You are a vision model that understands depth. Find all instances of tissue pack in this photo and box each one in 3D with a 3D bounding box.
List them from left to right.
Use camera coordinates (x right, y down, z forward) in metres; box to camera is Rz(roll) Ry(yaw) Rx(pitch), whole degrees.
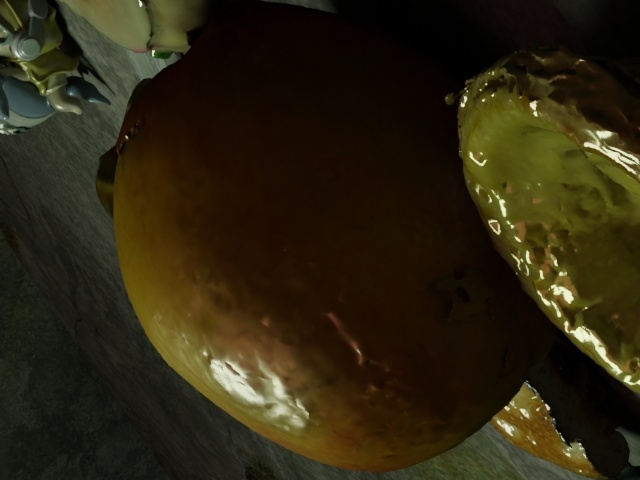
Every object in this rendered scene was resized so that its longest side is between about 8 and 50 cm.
[{"bbox_3d":[-0.175,-0.185,1.783,0.122,0.026,0.193,37,160,40],"label":"tissue pack"}]

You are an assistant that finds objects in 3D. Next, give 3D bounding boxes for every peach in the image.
[{"bbox_3d":[0.002,-0.002,1.241,0.372,0.290,0.372,43,164,16],"label":"peach"}]

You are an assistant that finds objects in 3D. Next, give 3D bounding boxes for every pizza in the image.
[{"bbox_3d":[0.188,0.115,1.432,0.154,0.069,0.194,19,140,61],"label":"pizza"}]

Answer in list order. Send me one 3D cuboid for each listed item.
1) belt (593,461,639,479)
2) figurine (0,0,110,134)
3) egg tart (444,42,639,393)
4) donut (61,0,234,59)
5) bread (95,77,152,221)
[{"bbox_3d":[0.264,0.285,1.363,0.150,0.207,0.257,53,147,-11],"label":"belt"},{"bbox_3d":[-0.361,-0.218,2.031,0.208,0.183,0.128,14,-167,-39],"label":"figurine"},{"bbox_3d":[0.215,-0.009,0.974,0.315,0.120,0.315,43,163,16],"label":"egg tart"},{"bbox_3d":[-0.167,-0.299,1.273,0.307,0.150,0.371,43,164,23],"label":"donut"},{"bbox_3d":[-0.067,-0.002,1.595,0.341,0.210,0.300,57,165,-27],"label":"bread"}]
